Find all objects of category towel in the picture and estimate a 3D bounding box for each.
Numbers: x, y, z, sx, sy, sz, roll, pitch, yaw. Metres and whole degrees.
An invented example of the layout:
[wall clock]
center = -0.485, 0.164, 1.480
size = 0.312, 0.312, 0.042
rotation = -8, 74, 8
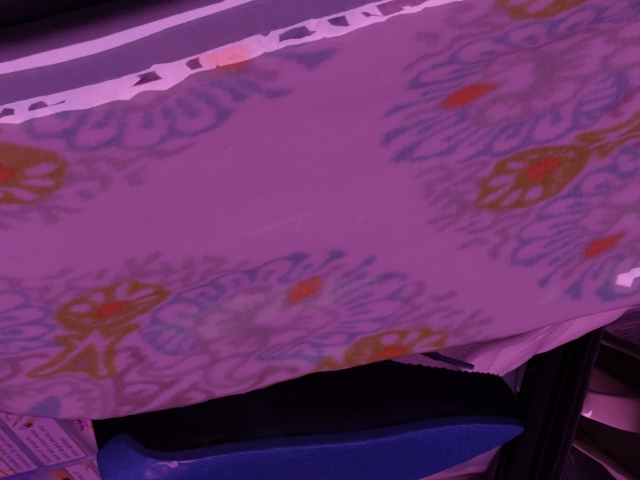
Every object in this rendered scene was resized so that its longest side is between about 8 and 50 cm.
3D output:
[towel]
center = 0.023, -0.041, 0.658
size = 0.374, 0.090, 0.320
rotation = -12, 154, -2

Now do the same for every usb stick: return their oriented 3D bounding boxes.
[usb stick]
center = 0.175, 0.139, 1.509
size = 0.045, 0.278, 0.077
rotation = 23, 163, -16

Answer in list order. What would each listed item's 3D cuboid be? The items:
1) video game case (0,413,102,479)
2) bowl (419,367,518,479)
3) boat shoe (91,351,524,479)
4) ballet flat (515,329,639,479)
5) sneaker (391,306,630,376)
[video game case]
center = -0.130, 0.106, 1.245
size = 0.244, 0.061, 0.269
rotation = -16, 143, 11
[bowl]
center = 0.027, 0.120, 1.494
size = 0.311, 0.163, 0.311
rotation = -12, 170, -2
[boat shoe]
center = 0.003, 0.071, 0.943
size = 0.109, 0.089, 0.258
rotation = -36, 153, 34
[ballet flat]
center = 0.268, 0.153, 1.574
size = 0.400, 0.139, 0.139
rotation = 29, -164, 35
[sneaker]
center = 0.152, 0.006, 1.266
size = 0.169, 0.108, 0.292
rotation = -28, 167, -25
